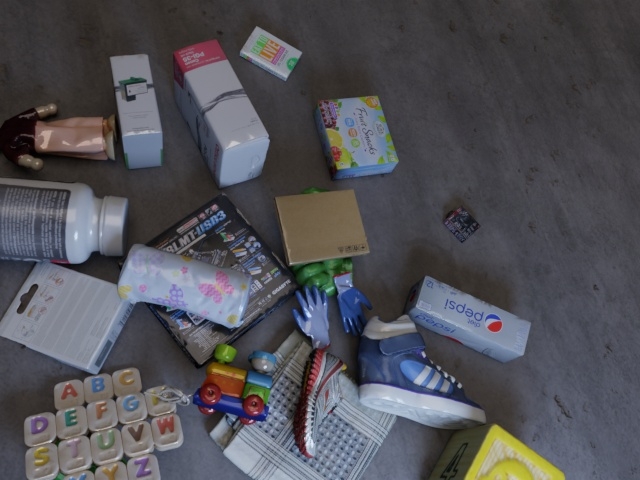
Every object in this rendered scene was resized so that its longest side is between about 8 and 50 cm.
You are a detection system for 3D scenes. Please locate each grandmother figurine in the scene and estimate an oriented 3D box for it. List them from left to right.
[{"bbox_3d":[-0.652,-0.234,1.387,0.343,0.104,0.207,0,42,-11],"label":"grandmother figurine"}]

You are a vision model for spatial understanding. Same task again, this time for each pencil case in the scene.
[{"bbox_3d":[-0.281,0.096,1.258,0.273,0.113,0.124,15,80,-6],"label":"pencil case"}]

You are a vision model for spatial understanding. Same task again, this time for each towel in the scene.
[{"bbox_3d":[-0.032,0.400,1.305,0.324,0.056,0.312,39,65,4],"label":"towel"}]

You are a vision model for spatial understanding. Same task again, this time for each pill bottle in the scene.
[{"bbox_3d":[-0.579,-0.041,1.279,0.319,0.176,0.176,4,68,-12],"label":"pill bottle"}]

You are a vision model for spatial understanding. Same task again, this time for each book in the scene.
[{"bbox_3d":[-0.136,-0.511,1.657,0.144,0.035,0.096,28,69,-3],"label":"book"}]

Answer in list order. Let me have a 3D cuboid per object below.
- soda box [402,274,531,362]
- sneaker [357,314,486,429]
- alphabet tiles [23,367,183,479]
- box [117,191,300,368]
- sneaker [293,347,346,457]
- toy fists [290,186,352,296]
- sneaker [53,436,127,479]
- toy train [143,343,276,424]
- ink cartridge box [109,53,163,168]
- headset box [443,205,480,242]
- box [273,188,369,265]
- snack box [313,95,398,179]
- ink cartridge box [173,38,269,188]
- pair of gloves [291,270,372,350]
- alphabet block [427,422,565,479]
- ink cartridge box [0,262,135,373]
[{"bbox_3d":[0.351,0.193,1.457,0.287,0.098,0.091,24,64,-4],"label":"soda box"},{"bbox_3d":[0.236,0.284,1.378,0.323,0.130,0.236,18,57,-15],"label":"sneaker"},{"bbox_3d":[-0.419,0.370,1.170,0.284,0.021,0.278,-9,44,-19],"label":"alphabet tiles"},{"bbox_3d":[-0.248,0.085,1.368,0.296,0.073,0.293,-38,81,-23],"label":"box"},{"bbox_3d":[0.004,0.343,1.271,0.093,0.088,0.225,19,64,-11],"label":"sneaker"},{"bbox_3d":[0.000,0.000,1.450,0.142,0.096,0.279,3,70,-12],"label":"toy fists"},{"bbox_3d":[-0.397,0.469,1.150,0.296,0.123,0.109,33,65,1],"label":"sneaker"},{"bbox_3d":[-0.217,0.276,1.235,0.248,0.105,0.143,16,58,-5],"label":"toy train"},{"bbox_3d":[-0.434,-0.304,1.428,0.093,0.160,0.219,-9,70,-17],"label":"ink cartridge box"},{"bbox_3d":[0.371,-0.046,1.593,0.062,0.032,0.083,-39,81,-24],"label":"headset box"},{"bbox_3d":[0.003,-0.034,1.400,0.201,0.021,0.164,-8,74,-20],"label":"box"},{"bbox_3d":[0.092,-0.274,1.595,0.175,0.070,0.206,-8,72,-16],"label":"snack box"},{"bbox_3d":[-0.244,-0.297,1.445,0.117,0.207,0.282,-23,76,-20],"label":"ink cartridge box"},{"bbox_3d":[0.030,0.160,1.374,0.198,0.023,0.159,-20,98,-28],"label":"pair of gloves"},{"bbox_3d":[0.355,0.525,1.272,0.192,0.197,0.193,35,65,1],"label":"alphabet block"},{"bbox_3d":[-0.539,0.160,1.290,0.233,0.066,0.189,15,65,15],"label":"ink cartridge box"}]
